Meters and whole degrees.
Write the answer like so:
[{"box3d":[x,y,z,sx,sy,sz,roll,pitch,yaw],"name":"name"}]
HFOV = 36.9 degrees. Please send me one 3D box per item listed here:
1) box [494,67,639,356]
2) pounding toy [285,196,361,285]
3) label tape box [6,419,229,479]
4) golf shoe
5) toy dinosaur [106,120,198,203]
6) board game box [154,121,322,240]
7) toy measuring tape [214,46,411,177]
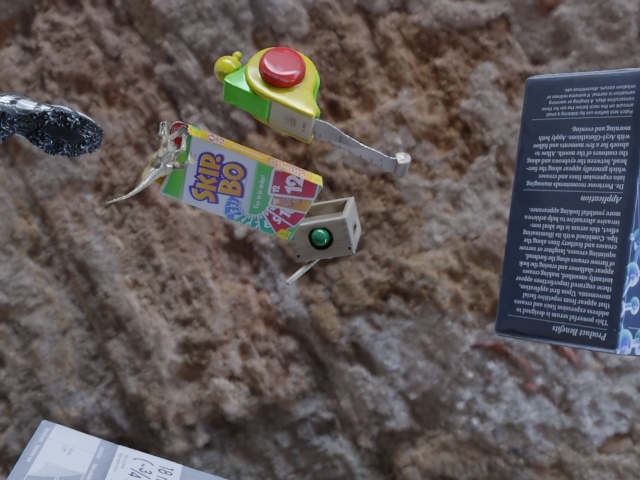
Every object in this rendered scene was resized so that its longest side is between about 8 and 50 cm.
[{"box3d":[0.452,-0.029,1.448,0.293,0.212,0.396,9,88,-42],"name":"box"},{"box3d":[0.000,0.000,1.729,0.141,0.130,0.100,-69,147,-66],"name":"pounding toy"},{"box3d":[-0.150,0.312,0.919,0.333,0.106,0.241,20,11,-7],"name":"label tape box"},{"box3d":[-0.407,-0.176,1.363,0.198,0.077,0.094,10,31,-27],"name":"golf shoe"},{"box3d":[-0.222,-0.105,1.333,0.053,0.092,0.183,48,37,-24],"name":"toy dinosaur"},{"box3d":[-0.138,-0.094,1.549,0.259,0.124,0.039,22,32,-17],"name":"board game box"},{"box3d":[-0.004,-0.204,1.424,0.330,0.121,0.121,25,28,8],"name":"toy measuring tape"}]
